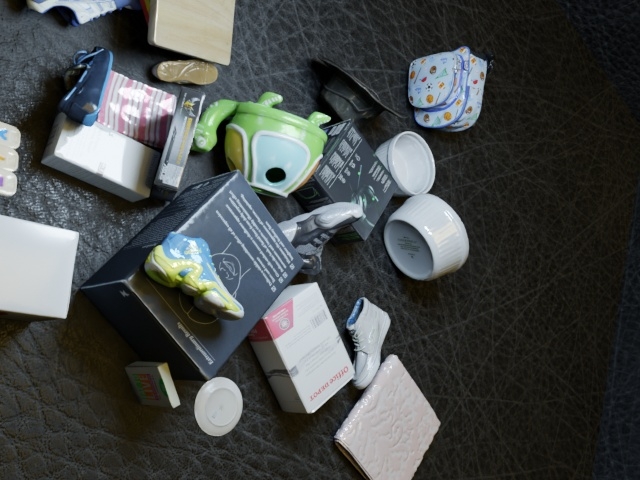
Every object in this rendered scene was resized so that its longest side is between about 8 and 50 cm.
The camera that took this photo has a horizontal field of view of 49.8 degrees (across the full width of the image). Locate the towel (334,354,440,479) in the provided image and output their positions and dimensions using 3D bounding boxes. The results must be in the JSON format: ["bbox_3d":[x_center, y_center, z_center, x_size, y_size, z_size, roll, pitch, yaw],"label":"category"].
[{"bbox_3d":[0.208,0.565,2.057,0.332,0.053,0.317,-50,117,-35],"label":"towel"}]

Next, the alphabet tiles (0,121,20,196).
[{"bbox_3d":[-0.711,-0.186,1.295,0.278,0.021,0.284,17,52,-41],"label":"alphabet tiles"}]

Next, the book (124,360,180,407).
[{"bbox_3d":[-0.365,0.314,1.505,0.035,0.144,0.096,-23,98,-43],"label":"book"}]

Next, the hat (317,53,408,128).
[{"bbox_3d":[0.095,-0.406,2.038,0.331,0.331,0.134,27,104,-37],"label":"hat"}]

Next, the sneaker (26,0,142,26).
[{"bbox_3d":[-0.527,-0.544,1.549,0.297,0.112,0.130,-3,113,-50],"label":"sneaker"}]

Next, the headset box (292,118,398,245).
[{"bbox_3d":[0.071,-0.157,1.998,0.283,0.131,0.246,50,53,-25],"label":"headset box"}]

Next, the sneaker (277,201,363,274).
[{"bbox_3d":[0.000,0.000,1.862,0.101,0.269,0.153,-99,170,-68],"label":"sneaker"}]

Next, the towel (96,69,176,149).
[{"bbox_3d":[-0.431,-0.307,1.629,0.197,0.029,0.144,16,73,-40],"label":"towel"}]

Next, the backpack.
[{"bbox_3d":[0.424,-0.498,2.307,0.213,0.277,0.263,-2,91,-38],"label":"backpack"}]

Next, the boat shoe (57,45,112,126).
[{"bbox_3d":[-0.502,-0.350,1.473,0.089,0.109,0.258,19,33,-25],"label":"boat shoe"}]

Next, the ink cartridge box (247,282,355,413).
[{"bbox_3d":[-0.056,0.282,1.815,0.207,0.117,0.282,-32,104,-41],"label":"ink cartridge box"}]

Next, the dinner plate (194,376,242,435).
[{"bbox_3d":[-0.245,0.407,1.690,0.141,0.017,0.141,8,78,-40],"label":"dinner plate"}]

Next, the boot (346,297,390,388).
[{"bbox_3d":[0.114,0.293,2.002,0.123,0.095,0.258,39,50,-24],"label":"boot"}]

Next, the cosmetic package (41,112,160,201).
[{"bbox_3d":[-0.481,-0.183,1.525,0.231,0.086,0.117,24,68,-37],"label":"cosmetic package"}]

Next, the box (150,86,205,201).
[{"bbox_3d":[-0.329,-0.213,1.578,0.056,0.183,0.230,16,80,-13],"label":"box"}]

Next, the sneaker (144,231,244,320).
[{"bbox_3d":[-0.237,0.066,1.415,0.240,0.091,0.126,38,58,-31],"label":"sneaker"}]

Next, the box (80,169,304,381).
[{"bbox_3d":[-0.278,0.080,1.580,0.293,0.212,0.395,56,50,-21],"label":"box"}]

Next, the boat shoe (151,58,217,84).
[{"bbox_3d":[-0.339,-0.422,1.713,0.170,0.059,0.062,-5,108,-40],"label":"boat shoe"}]

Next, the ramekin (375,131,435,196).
[{"bbox_3d":[0.259,-0.234,2.198,0.207,0.109,0.207,11,73,-40],"label":"ramekin"}]

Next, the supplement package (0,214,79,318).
[{"bbox_3d":[-0.633,0.047,1.280,0.293,0.178,0.175,15,73,-40],"label":"supplement package"}]

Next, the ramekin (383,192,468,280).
[{"bbox_3d":[0.312,0.002,2.116,0.127,0.273,0.272,-31,104,-29],"label":"ramekin"}]

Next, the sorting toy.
[{"bbox_3d":[-0.323,-0.570,1.647,0.257,0.089,0.255,-2,99,-57],"label":"sorting toy"}]

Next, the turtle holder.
[{"bbox_3d":[-0.145,-0.242,1.743,0.320,0.243,0.227,19,86,-45],"label":"turtle holder"}]
